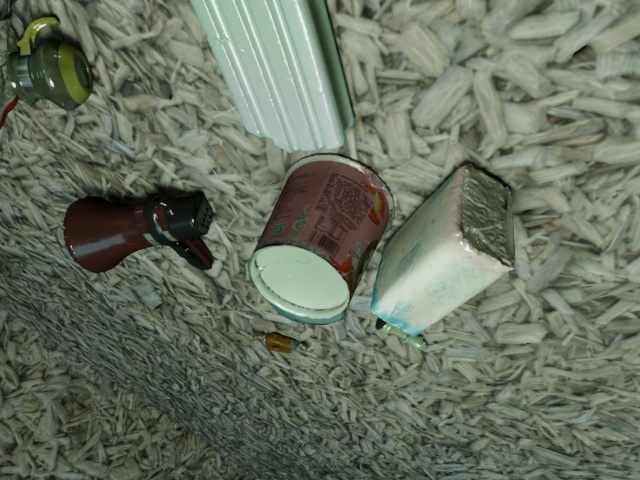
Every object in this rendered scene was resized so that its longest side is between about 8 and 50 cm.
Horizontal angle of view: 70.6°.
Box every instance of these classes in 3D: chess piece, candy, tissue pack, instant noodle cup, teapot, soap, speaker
[{"bbox_3d":[0.208,0.231,1.117,0.149,0.059,0.059,32,138,-17],"label":"chess piece"},{"bbox_3d":[-0.124,0.307,1.357,0.182,0.046,0.053,9,132,11],"label":"candy"},{"bbox_3d":[0.207,0.024,0.797,0.124,0.201,0.271,26,139,-11],"label":"tissue pack"},{"bbox_3d":[0.000,0.000,0.852,0.243,0.231,0.243,13,137,13],"label":"instant noodle cup"},{"bbox_3d":[-0.511,-0.330,0.853,0.119,0.130,0.166,-8,100,-4],"label":"teapot"},{"bbox_3d":[-0.065,-0.284,0.700,0.172,0.095,0.290,0,132,25],"label":"soap"},{"bbox_3d":[-0.410,0.005,1.104,0.329,0.198,0.259,-2,119,16],"label":"speaker"}]

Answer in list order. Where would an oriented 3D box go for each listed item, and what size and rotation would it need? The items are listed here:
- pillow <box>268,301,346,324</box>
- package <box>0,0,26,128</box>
[{"bbox_3d":[-0.031,0.137,1.115,0.214,0.086,0.233,15,139,5],"label":"pillow"},{"bbox_3d":[-0.598,-0.337,0.849,0.040,0.166,0.232,19,144,-17],"label":"package"}]
